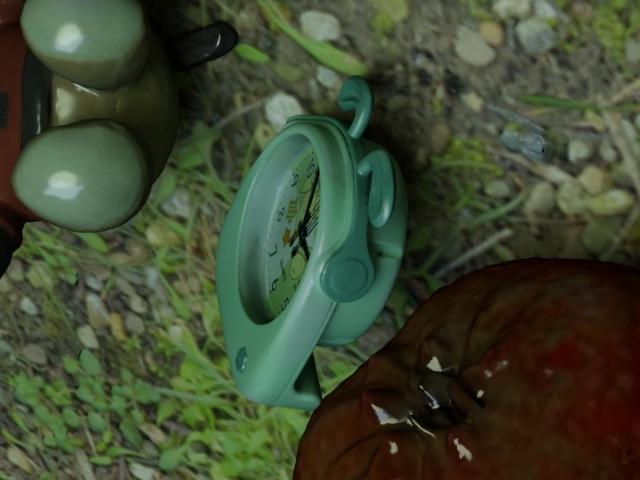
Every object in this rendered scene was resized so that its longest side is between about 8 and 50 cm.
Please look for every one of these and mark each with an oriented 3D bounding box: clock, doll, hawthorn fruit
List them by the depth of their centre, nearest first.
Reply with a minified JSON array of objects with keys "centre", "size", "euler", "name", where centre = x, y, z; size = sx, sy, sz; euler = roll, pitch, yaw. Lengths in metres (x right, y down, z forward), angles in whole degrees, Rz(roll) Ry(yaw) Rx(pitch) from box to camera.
[{"centre":[0.154,0.168,0.949],"size":[0.287,0.287,0.330],"euler":[-18,134,37],"name":"hawthorn fruit"},{"centre":[-0.001,0.000,0.983],"size":[0.060,0.148,0.188],"euler":[13,133,-24],"name":"clock"},{"centre":[-0.222,-0.083,1.043],"size":[0.330,0.174,0.235],"euler":[1,91,27],"name":"doll"}]
